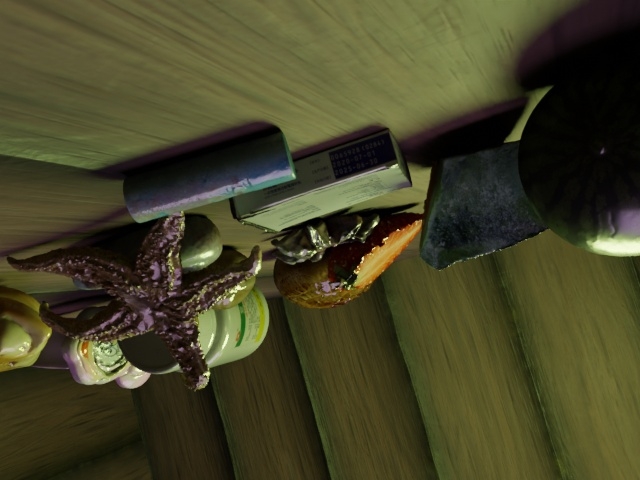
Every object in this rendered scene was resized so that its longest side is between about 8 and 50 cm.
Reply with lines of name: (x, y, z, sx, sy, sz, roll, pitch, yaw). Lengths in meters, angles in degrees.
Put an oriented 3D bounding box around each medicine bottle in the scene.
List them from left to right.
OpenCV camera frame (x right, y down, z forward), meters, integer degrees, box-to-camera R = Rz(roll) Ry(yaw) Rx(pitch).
medicine bottle: (-0.264, 0.172, 1.407, 0.208, 0.208, 0.340, -18, 172, 16)
medicine bottle: (0.008, -0.064, 0.810, 0.201, 0.052, 0.171, -18, 172, 13)

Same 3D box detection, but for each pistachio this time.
pistachio: (-0.180, 0.068, 1.224, 0.126, 0.108, 0.185, 6, -174, 15)

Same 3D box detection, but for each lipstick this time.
lipstick: (-0.105, -0.059, 0.625, 0.158, 0.048, 0.048, -16, 173, 3)

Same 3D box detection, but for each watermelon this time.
watermelon: (0.219, -0.075, 0.920, 0.193, 0.140, 0.256, -17, -168, 16)
watermelon: (0.309, -0.086, 0.679, 0.212, 0.212, 0.212, -15, 173, -2)

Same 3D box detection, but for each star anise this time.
star anise: (-0.007, 0.000, 1.217, 0.208, 0.063, 0.172, -21, 171, 33)

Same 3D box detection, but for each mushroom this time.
mushroom: (0.022, 0.067, 1.486, 0.253, 0.153, 0.253, -16, 163, -5)

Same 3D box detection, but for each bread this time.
bread: (-0.516, 0.145, 1.007, 0.173, 0.121, 0.311, -8, 170, -29)

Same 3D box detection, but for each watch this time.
watch: (-0.506, 0.214, 1.446, 0.217, 0.211, 0.248, 1, 174, 32)

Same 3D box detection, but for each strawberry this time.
strawberry: (0.094, 0.007, 1.325, 0.236, 0.107, 0.175, -29, 156, -46)

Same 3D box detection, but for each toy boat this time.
toy boat: (-0.234, 0.035, 0.924, 0.227, 0.085, 0.155, -19, 171, 28)

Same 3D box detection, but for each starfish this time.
starfish: (-0.212, 0.056, 0.825, 0.302, 0.299, 0.060, -39, -161, 26)
